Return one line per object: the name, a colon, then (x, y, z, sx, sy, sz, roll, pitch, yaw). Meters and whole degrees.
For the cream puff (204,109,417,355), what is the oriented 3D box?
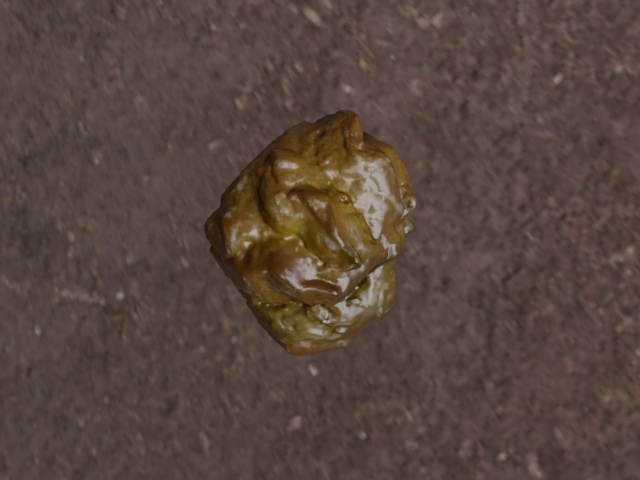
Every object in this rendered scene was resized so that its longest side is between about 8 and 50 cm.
cream puff: (0.000, 0.000, 0.799, 0.094, 0.116, 0.122, 44, 120, 12)
